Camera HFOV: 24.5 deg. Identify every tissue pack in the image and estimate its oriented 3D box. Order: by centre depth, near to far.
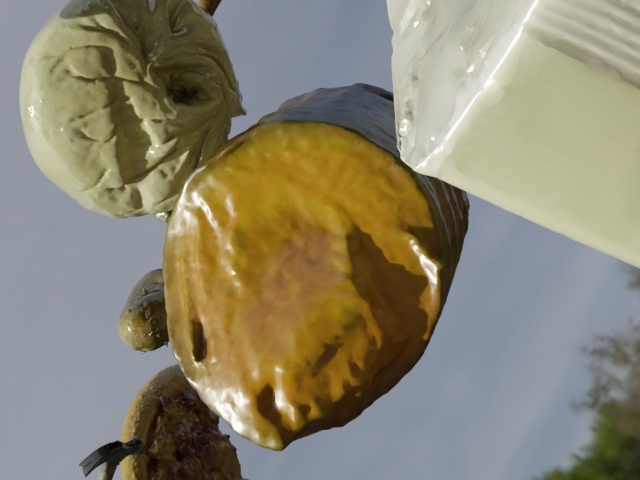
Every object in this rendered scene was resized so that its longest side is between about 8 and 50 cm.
[{"bbox_3d":[0.234,-0.113,0.825,0.207,0.380,0.297,-56,21,33],"label":"tissue pack"}]

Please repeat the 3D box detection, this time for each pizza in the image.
[{"bbox_3d":[-0.176,0.304,2.060,0.081,0.229,0.289,-36,24,30],"label":"pizza"}]

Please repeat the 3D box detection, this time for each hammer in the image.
[{"bbox_3d":[-0.223,0.268,1.438,0.062,0.017,0.182,-6,-52,-41],"label":"hammer"}]

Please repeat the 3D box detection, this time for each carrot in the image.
[{"bbox_3d":[0.000,0.000,1.272,0.341,0.241,0.241,-55,-12,-67],"label":"carrot"}]

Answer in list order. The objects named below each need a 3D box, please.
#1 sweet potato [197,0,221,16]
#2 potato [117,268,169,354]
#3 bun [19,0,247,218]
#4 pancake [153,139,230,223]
[{"bbox_3d":[-0.100,-0.323,1.763,0.179,0.044,0.044,-45,-27,-15],"label":"sweet potato"},{"bbox_3d":[-0.209,0.090,1.863,0.070,0.091,0.138,61,-155,-21],"label":"potato"},{"bbox_3d":[-0.167,-0.137,1.391,0.229,0.145,0.229,0,-90,-45],"label":"bun"},{"bbox_3d":[-0.141,-0.075,2.092,0.236,0.222,0.042,-3,-53,-6],"label":"pancake"}]
